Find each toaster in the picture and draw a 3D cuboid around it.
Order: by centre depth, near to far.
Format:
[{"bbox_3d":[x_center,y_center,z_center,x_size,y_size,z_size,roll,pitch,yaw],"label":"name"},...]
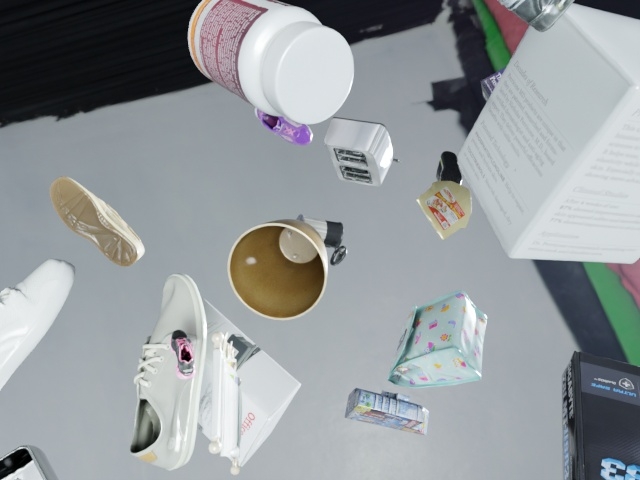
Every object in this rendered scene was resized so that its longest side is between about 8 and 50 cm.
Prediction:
[{"bbox_3d":[0.114,-0.247,1.427,0.110,0.185,0.168,-66,155,-23],"label":"toaster"}]

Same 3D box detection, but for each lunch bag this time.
[{"bbox_3d":[0.311,0.287,1.426,0.160,0.262,0.223,48,41,-19],"label":"lunch bag"}]

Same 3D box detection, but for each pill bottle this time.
[{"bbox_3d":[-0.116,-0.408,1.125,0.392,0.224,0.224,40,-24,43],"label":"pill bottle"}]

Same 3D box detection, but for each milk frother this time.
[{"bbox_3d":[0.000,0.000,1.508,0.143,0.134,0.129,-155,-104,-68],"label":"milk frother"}]

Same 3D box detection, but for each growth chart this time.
[{"bbox_3d":[-0.133,0.237,0.741,0.237,0.021,0.172,92,-5,-61],"label":"growth chart"}]

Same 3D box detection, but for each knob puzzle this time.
[{"bbox_3d":[0.446,-0.122,1.784,0.030,0.213,0.213,149,-75,-73],"label":"knob puzzle"}]

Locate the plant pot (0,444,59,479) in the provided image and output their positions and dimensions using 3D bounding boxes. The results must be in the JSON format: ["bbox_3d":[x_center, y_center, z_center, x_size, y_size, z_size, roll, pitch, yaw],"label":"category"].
[{"bbox_3d":[-0.549,0.487,0.913,0.188,0.187,0.167,58,-18,5],"label":"plant pot"}]

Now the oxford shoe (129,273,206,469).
[{"bbox_3d":[-0.359,0.291,1.184,0.130,0.169,0.450,16,67,-40],"label":"oxford shoe"}]

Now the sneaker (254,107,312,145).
[{"bbox_3d":[-0.135,-0.415,1.862,0.236,0.095,0.105,30,20,-19],"label":"sneaker"}]

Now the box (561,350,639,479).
[{"bbox_3d":[0.441,0.295,0.591,0.293,0.295,0.073,-60,158,-47],"label":"box"}]

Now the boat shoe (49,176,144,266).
[{"bbox_3d":[-0.701,-0.060,1.611,0.341,0.121,0.110,50,8,-11],"label":"boat shoe"}]

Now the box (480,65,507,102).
[{"bbox_3d":[0.647,-0.427,1.600,0.103,0.184,0.261,37,29,-63],"label":"box"}]

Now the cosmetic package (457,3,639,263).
[{"bbox_3d":[0.546,-0.201,1.027,0.394,0.329,0.328,111,-23,-43],"label":"cosmetic package"}]

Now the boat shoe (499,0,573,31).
[{"bbox_3d":[0.421,-0.471,0.825,0.119,0.335,0.121,44,-4,-13],"label":"boat shoe"}]

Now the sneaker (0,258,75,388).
[{"bbox_3d":[-0.523,0.119,0.772,0.169,0.108,0.293,46,60,-34],"label":"sneaker"}]

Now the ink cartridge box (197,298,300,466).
[{"bbox_3d":[-0.289,0.413,1.486,0.395,0.166,0.286,38,-53,15],"label":"ink cartridge box"}]

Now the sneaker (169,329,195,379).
[{"bbox_3d":[-0.279,0.221,1.039,0.119,0.047,0.057,-123,-146,-43],"label":"sneaker"}]

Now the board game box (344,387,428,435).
[{"bbox_3d":[0.167,0.390,1.172,0.194,0.194,0.060,105,-1,-63],"label":"board game box"}]

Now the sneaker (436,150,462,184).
[{"bbox_3d":[0.496,-0.247,1.986,0.097,0.084,0.235,104,1,-49],"label":"sneaker"}]

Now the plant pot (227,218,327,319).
[{"bbox_3d":[-0.078,0.042,1.295,0.254,0.237,0.237,-54,130,-71],"label":"plant pot"}]
